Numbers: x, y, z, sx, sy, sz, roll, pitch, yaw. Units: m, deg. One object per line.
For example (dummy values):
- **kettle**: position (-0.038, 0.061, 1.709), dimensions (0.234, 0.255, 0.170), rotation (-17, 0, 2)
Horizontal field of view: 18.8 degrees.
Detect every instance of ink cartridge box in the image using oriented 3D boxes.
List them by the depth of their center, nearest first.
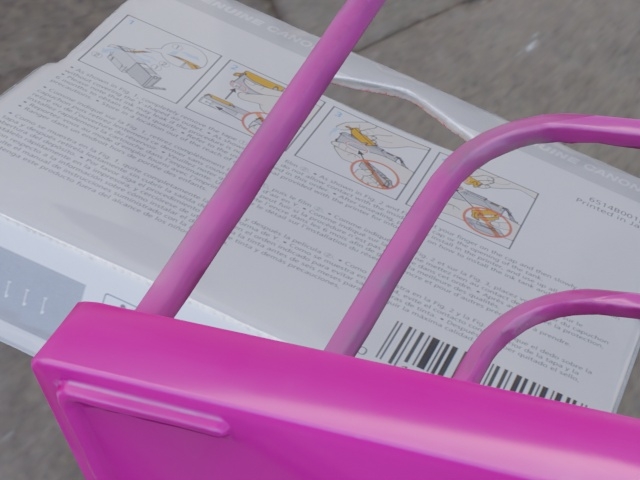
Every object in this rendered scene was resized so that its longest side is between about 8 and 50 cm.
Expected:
- **ink cartridge box**: position (0.000, 0.000, 0.863), dimensions (0.296, 0.261, 0.066), rotation (24, 120, 8)

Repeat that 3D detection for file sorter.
- **file sorter**: position (0.102, 0.084, 0.472), dimensions (0.202, 0.182, 0.291), rotation (10, 138, 29)
